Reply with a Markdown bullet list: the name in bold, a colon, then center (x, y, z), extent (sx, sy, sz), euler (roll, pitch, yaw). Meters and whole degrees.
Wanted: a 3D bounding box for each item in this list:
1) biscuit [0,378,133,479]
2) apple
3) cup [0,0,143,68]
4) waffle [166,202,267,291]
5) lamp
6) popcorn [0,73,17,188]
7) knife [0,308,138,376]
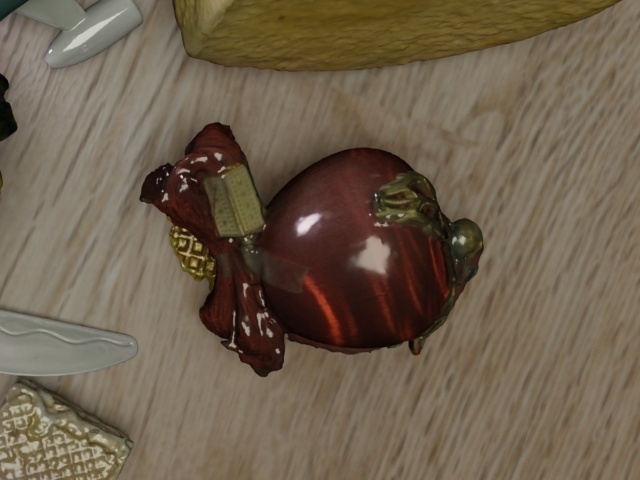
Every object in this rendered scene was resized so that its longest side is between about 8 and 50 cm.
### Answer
- **biscuit**: center (-0.249, 0.228, 1.001), extent (0.108, 0.062, 0.238), euler (32, 91, -10)
- **apple**: center (0.066, -0.246, 0.891), extent (0.309, 0.252, 0.314), euler (-9, 121, -27)
- **cup**: center (-0.208, -0.259, 0.893), extent (0.173, 0.167, 0.299), euler (-39, 129, -10)
- **waffle**: center (-0.074, -0.003, 1.019), extent (0.085, 0.016, 0.078), euler (-19, 105, -6)
- **lamp**: center (0.006, 0.003, 0.955), extent (0.223, 0.151, 0.215), euler (-24, 115, -17)
- **popcorn**: center (-0.339, -0.078, 0.857), extent (0.215, 0.252, 0.286), euler (-18, 100, 32)
- **knife**: center (-0.261, 0.068, 0.990), extent (0.244, 0.032, 0.058), euler (19, 71, -14)
